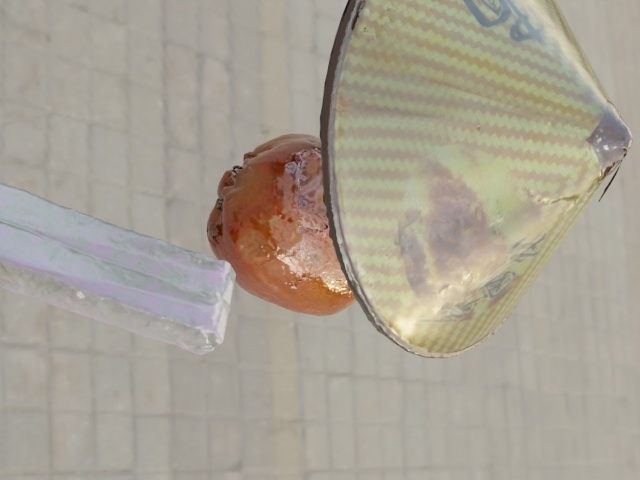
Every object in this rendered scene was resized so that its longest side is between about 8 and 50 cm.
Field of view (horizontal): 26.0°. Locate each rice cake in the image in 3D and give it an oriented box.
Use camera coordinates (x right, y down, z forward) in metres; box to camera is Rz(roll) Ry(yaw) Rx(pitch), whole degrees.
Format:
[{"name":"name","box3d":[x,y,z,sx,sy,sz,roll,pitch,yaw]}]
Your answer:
[{"name":"rice cake","box3d":[-0.231,0.024,1.359,0.298,0.050,0.106,19,42,-11]}]

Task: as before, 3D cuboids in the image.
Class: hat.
[{"name":"hat","box3d":[0.087,-0.042,0.563,0.193,0.082,0.193,-10,103,-51]}]

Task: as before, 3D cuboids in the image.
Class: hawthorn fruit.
[{"name":"hawthorn fruit","box3d":[0.000,0.000,1.675,0.299,0.211,0.211,42,49,-30]}]
